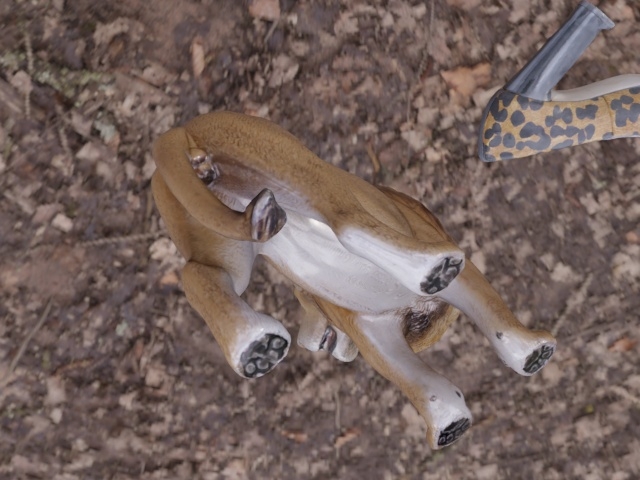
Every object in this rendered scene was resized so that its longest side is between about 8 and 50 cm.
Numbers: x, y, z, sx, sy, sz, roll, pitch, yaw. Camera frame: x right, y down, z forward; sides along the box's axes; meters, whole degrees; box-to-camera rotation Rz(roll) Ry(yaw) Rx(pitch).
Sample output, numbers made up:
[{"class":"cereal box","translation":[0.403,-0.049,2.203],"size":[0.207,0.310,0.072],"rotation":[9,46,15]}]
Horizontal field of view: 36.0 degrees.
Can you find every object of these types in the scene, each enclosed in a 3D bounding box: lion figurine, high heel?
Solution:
[{"class":"lion figurine","translation":[0.000,0.000,0.619],"size":[0.142,0.240,0.392],"rotation":[-43,145,0]},{"class":"high heel","translation":[0.296,-0.098,1.031],"size":[0.261,0.093,0.186],"rotation":[38,99,-16]}]
